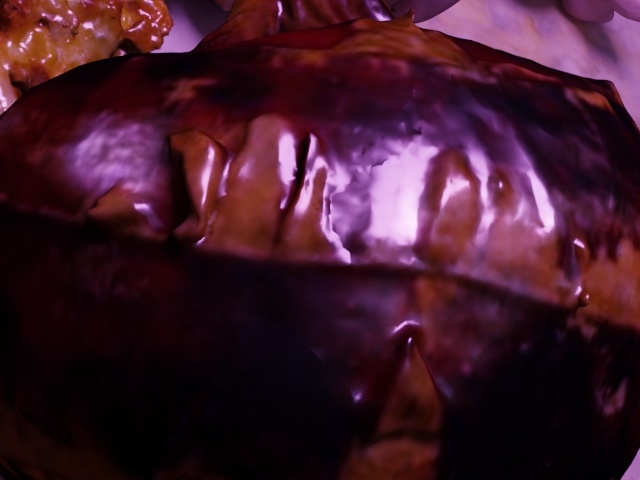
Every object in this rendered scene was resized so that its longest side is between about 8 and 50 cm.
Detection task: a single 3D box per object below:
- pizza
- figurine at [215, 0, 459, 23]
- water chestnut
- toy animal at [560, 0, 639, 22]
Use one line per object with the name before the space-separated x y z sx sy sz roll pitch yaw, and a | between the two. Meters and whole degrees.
pizza | -0.123 -0.112 0.792 0.134 0.046 0.175 -4 73 -50
figurine | -0.032 -0.203 0.894 0.287 0.176 0.186 34 87 -12
water chestnut | 0.000 0.000 0.679 0.300 0.300 0.300 26 52 -39
toy animal | 0.158 -0.215 1.123 0.212 0.124 0.124 19 56 -50
